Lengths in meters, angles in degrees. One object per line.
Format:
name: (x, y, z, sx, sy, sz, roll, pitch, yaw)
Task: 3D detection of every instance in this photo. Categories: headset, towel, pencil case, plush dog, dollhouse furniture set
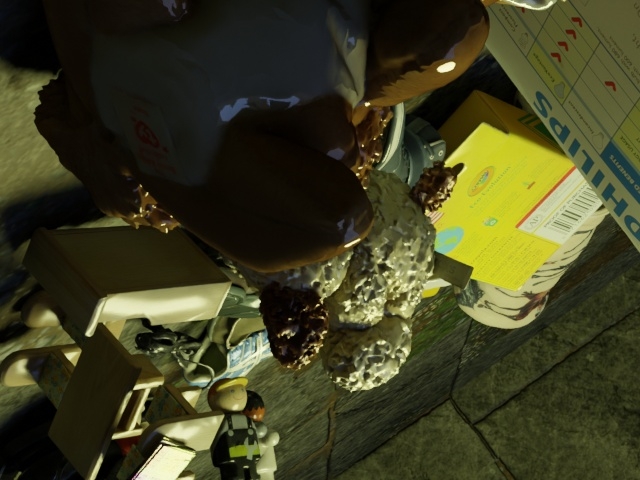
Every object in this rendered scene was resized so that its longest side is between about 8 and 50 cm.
headset: (-0.257, 0.273, 2.018, 0.394, 0.243, 0.185, -57, 162, 0)
towel: (-0.154, 0.216, 1.618, 0.083, 0.009, 0.060, -50, 148, 8)
pencil case: (0.314, -0.022, 2.526, 0.183, 0.160, 0.410, -9, 156, -18)
plush dog: (0.000, 0.000, 1.688, 0.225, 0.262, 0.210, -5, 152, -47)
dollhouse furniture set: (-0.212, 0.112, 1.649, 0.161, 0.212, 0.242, -4, 128, -46)

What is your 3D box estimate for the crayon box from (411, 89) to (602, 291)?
crayon box: (0.194, -0.058, 2.078, 0.202, 0.081, 0.318, -47, 146, 19)

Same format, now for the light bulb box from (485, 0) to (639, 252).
light bulb box: (0.294, -0.239, 1.424, 0.225, 0.358, 0.361, -30, 165, -19)

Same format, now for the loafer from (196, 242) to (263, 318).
loafer: (-0.113, 0.034, 1.922, 0.096, 0.084, 0.267, -8, 170, 19)

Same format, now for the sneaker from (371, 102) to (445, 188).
sneaker: (0.072, -0.113, 1.854, 0.163, 0.086, 0.226, -37, 160, -37)

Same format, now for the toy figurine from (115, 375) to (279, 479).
toy figurine: (-0.162, 0.250, 2.204, 0.209, 0.148, 0.213, -13, 165, 9)

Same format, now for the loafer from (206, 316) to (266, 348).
loafer: (-0.026, 0.055, 2.121, 0.251, 0.087, 0.094, -38, 165, 4)

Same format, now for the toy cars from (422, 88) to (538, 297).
toy cars: (0.204, -0.039, 2.258, 0.393, 0.087, 0.176, -42, 139, 19)

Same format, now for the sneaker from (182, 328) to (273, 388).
sneaker: (-0.086, 0.122, 2.207, 0.211, 0.080, 0.081, -42, 166, 20)

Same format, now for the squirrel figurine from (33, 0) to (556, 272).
squirrel figurine: (-0.005, -0.168, 1.273, 0.370, 0.281, 0.397, -41, -177, -28)
